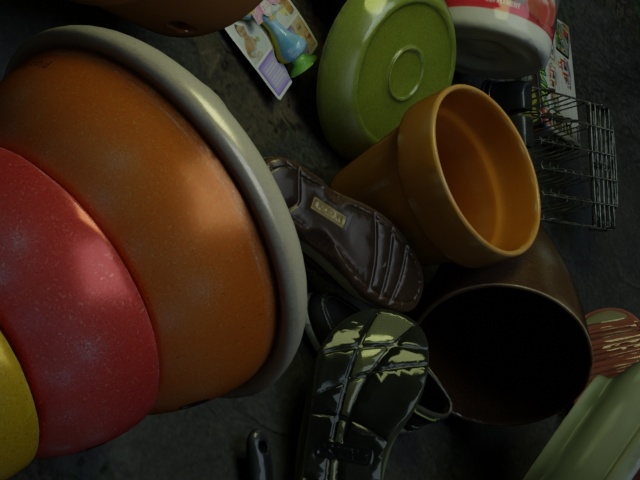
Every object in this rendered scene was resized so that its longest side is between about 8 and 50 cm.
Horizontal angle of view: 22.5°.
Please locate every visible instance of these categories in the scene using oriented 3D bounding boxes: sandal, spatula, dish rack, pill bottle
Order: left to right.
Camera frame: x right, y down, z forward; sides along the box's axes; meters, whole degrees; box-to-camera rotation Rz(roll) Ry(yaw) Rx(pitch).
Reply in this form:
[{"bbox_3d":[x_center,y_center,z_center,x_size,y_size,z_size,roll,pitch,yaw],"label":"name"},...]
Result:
[{"bbox_3d":[-0.043,0.335,1.596,0.084,0.030,0.296,1,75,-51],"label":"spatula"},{"bbox_3d":[0.026,0.211,1.701,0.120,0.086,0.303,20,71,-4],"label":"sandal"},{"bbox_3d":[0.242,-0.390,2.129,0.176,0.176,0.318,28,68,-45],"label":"pill bottle"},{"bbox_3d":[0.327,-0.110,2.231,0.271,0.074,0.208,6,82,-50],"label":"dish rack"}]

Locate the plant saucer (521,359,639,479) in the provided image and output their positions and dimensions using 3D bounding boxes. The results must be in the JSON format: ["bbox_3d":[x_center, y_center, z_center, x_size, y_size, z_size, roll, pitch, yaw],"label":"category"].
[{"bbox_3d":[0.307,0.270,1.887,0.100,0.400,0.400,34,35,12],"label":"plant saucer"}]

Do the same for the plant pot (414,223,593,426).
[{"bbox_3d":[0.221,0.069,1.952,0.215,0.215,0.230,52,28,-26],"label":"plant pot"}]

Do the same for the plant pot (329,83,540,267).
[{"bbox_3d":[0.119,-0.051,1.849,0.205,0.188,0.205,28,51,-41],"label":"plant pot"}]

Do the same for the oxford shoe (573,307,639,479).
[{"bbox_3d":[0.423,0.277,2.184,0.146,0.140,0.397,75,6,-53],"label":"oxford shoe"}]

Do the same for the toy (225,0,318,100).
[{"bbox_3d":[-0.075,-0.291,1.812,0.237,0.056,0.137,56,36,-21],"label":"toy"}]

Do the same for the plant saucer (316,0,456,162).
[{"bbox_3d":[0.090,-0.201,1.907,0.241,0.037,0.241,-26,126,-41],"label":"plant saucer"}]

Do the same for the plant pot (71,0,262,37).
[{"bbox_3d":[-0.152,-0.329,1.553,0.203,0.291,0.291,43,41,-58],"label":"plant pot"}]

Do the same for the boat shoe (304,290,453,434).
[{"bbox_3d":[0.065,0.130,1.802,0.228,0.068,0.081,48,41,-31],"label":"boat shoe"}]

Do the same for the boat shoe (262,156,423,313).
[{"bbox_3d":[0.003,-0.007,1.752,0.257,0.095,0.095,41,64,-27],"label":"boat shoe"}]

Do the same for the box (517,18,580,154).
[{"bbox_3d":[0.332,-0.241,2.364,0.114,0.036,0.207,25,56,-47],"label":"box"}]

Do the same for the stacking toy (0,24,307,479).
[{"bbox_3d":[-0.278,0.078,1.234,0.480,0.350,0.351,-36,106,-34],"label":"stacking toy"}]
